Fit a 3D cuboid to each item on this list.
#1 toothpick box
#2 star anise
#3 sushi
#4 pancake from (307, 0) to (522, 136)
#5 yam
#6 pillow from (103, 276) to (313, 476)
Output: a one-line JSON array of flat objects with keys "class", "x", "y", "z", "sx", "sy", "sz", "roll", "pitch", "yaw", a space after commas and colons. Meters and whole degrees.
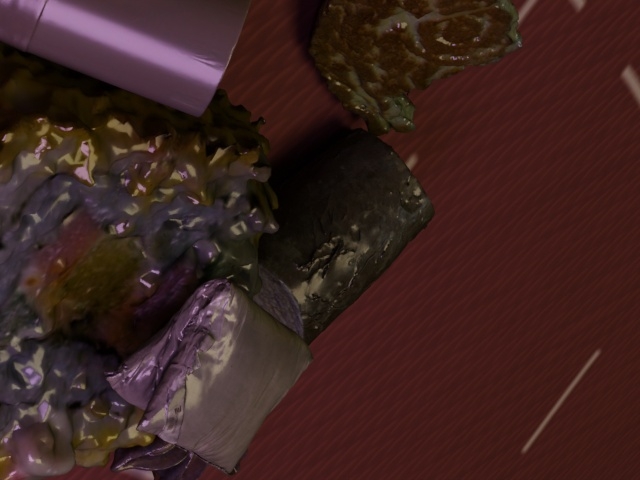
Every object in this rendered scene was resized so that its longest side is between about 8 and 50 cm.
[{"class": "toothpick box", "x": -0.151, "y": -0.170, "z": 1.360, "sx": 0.111, "sy": 0.180, "sz": 0.111, "roll": -158, "pitch": -90, "yaw": -79}, {"class": "star anise", "x": -0.129, "y": 0.185, "z": 1.950, "sx": 0.212, "sy": 0.073, "sz": 0.197, "roll": 2, "pitch": 114, "yaw": -49}, {"class": "sushi", "x": -0.226, "y": 0.007, "z": 1.513, "sx": 0.396, "sy": 0.240, "sz": 0.351, "roll": 5, "pitch": 117, "yaw": -50}, {"class": "pancake", "x": 0.095, "y": -0.210, "z": 1.776, "sx": 0.197, "sy": 0.054, "sz": 0.376, "roll": 11, "pitch": 151, "yaw": -12}, {"class": "yam", "x": 0.000, "y": 0.000, "z": 1.882, "sx": 0.254, "sy": 0.154, "sz": 0.154, "roll": -41, "pitch": 145, "yaw": -18}, {"class": "pillow", "x": -0.080, "y": 0.110, "z": 1.506, "sx": 0.134, "sy": 0.078, "sz": 0.181, "roll": -52, "pitch": 151, "yaw": -4}]
